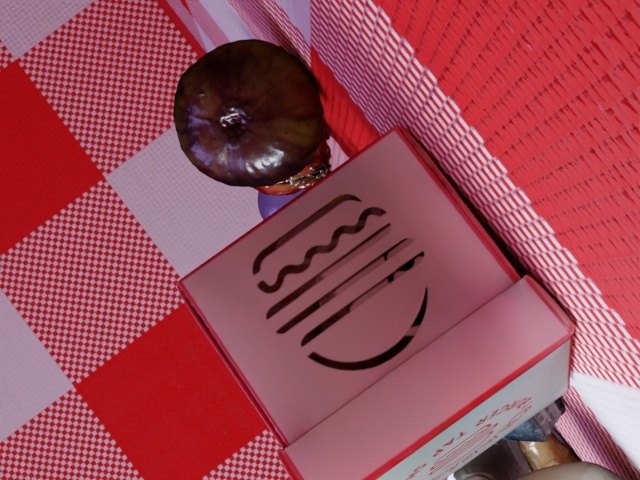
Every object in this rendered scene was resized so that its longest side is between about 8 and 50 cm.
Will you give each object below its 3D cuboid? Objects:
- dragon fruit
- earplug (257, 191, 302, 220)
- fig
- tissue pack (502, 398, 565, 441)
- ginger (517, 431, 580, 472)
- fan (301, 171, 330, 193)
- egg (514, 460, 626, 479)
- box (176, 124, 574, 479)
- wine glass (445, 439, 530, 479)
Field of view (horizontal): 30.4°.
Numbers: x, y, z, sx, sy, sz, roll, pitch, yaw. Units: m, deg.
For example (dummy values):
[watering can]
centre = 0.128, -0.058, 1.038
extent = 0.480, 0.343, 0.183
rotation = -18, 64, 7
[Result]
[dragon fruit]
centre = -0.071, -0.159, 1.916
extent = 0.172, 0.172, 0.209
rotation = 55, -175, -47
[earplug]
centre = 0.000, 0.000, 2.771
extent = 0.215, 0.215, 0.456
rotation = 50, 173, 48
[fig]
centre = -0.080, -0.208, 1.734
extent = 0.217, 0.217, 0.321
rotation = 53, -154, -9
[tissue pack]
centre = 0.198, 0.165, 1.627
extent = 0.185, 0.081, 0.257
rotation = -3, 129, 52
[ginger]
centre = 0.372, 0.346, 1.942
extent = 0.334, 0.081, 0.148
rotation = 54, -167, -20
[fan]
centre = -0.027, -0.156, 2.421
extent = 0.244, 0.074, 0.130
rotation = 62, -177, -44
[egg]
centre = 0.338, 0.447, 1.503
extent = 0.345, 0.283, 0.283
rotation = 48, 179, -7
[box]
centre = 0.071, 0.112, 1.316
extent = 0.300, 0.314, 0.312
rotation = 54, 179, 20
[wine glass]
centre = 0.264, 0.414, 2.055
extent = 0.238, 0.238, 0.323
rotation = 53, -168, -21
